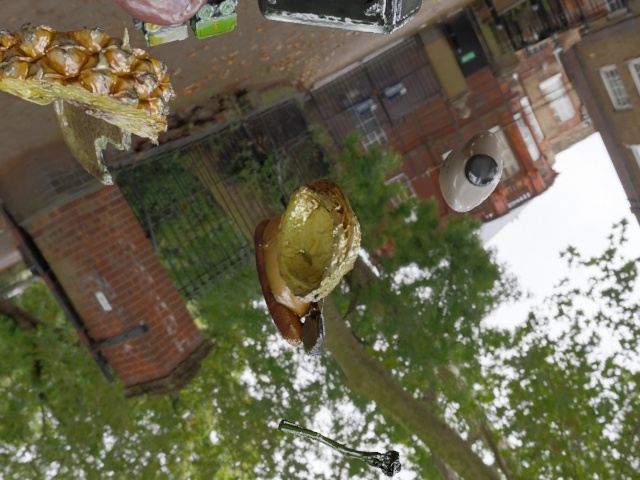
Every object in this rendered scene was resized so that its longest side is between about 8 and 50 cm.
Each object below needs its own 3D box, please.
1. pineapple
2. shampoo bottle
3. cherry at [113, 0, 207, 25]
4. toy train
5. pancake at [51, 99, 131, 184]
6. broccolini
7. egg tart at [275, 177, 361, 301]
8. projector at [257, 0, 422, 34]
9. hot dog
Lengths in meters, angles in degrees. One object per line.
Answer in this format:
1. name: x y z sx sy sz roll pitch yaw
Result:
1. pineapple: -0.247 -0.181 0.680 0.135 0.080 0.233 -12 167 41
2. shampoo bottle: 0.231 -0.106 0.923 0.257 0.078 0.127 -54 167 -84
3. cherry: -0.248 -0.462 0.896 0.220 0.308 0.261 -10 168 7
4. toy train: -0.253 -0.421 1.132 0.202 0.060 0.081 -20 150 -18
5. pancake: -0.451 -0.238 1.165 0.288 0.286 0.033 20 -144 39
6. broccolini: 0.031 0.317 0.907 0.044 0.218 0.042 -68 -164 -4
7. egg tart: 0.002 0.000 0.992 0.090 0.213 0.212 7 170 -31
8. projector: 0.045 -0.739 1.426 0.394 0.406 0.242 16 -142 24
9. hot dog: -0.071 0.068 1.205 0.107 0.326 0.194 -6 157 -15
